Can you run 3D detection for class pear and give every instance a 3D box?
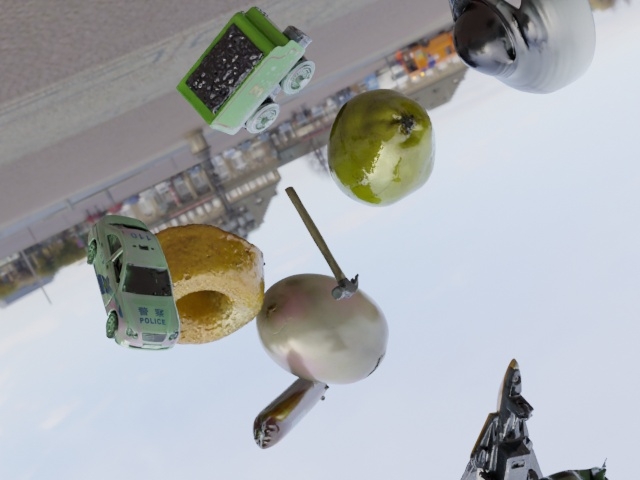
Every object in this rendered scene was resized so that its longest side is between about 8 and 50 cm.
[{"bbox_3d":[0.113,-0.169,1.300,0.212,0.213,0.269,-29,173,-20],"label":"pear"}]

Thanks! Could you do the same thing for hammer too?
[{"bbox_3d":[0.000,0.000,0.972,0.017,0.182,0.062,-40,161,31],"label":"hammer"}]

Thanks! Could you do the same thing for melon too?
[{"bbox_3d":[0.009,0.186,1.452,0.223,0.316,0.223,-23,-127,36],"label":"melon"}]

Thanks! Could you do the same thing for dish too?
[{"bbox_3d":[0.264,-0.320,1.047,0.133,0.273,0.273,-37,-169,-10],"label":"dish"}]

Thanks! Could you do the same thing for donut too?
[{"bbox_3d":[-0.222,0.092,1.269,0.277,0.109,0.278,-14,144,-10],"label":"donut"}]

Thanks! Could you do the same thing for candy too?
[{"bbox_3d":[0.314,0.377,0.989,0.203,0.078,0.141,-22,163,27],"label":"candy"}]

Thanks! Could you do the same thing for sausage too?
[{"bbox_3d":[-0.064,0.348,1.426,0.082,0.082,0.371,-23,177,16],"label":"sausage"}]

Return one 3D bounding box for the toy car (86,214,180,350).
[{"bbox_3d":[-0.245,0.048,0.925,0.090,0.224,0.076,11,124,-38],"label":"toy car"}]

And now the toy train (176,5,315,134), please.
[{"bbox_3d":[-0.164,-0.387,1.613,0.307,0.173,0.249,-47,163,14],"label":"toy train"}]

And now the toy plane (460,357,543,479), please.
[{"bbox_3d":[0.314,0.342,1.156,0.204,0.316,0.103,-7,-149,-17],"label":"toy plane"}]
